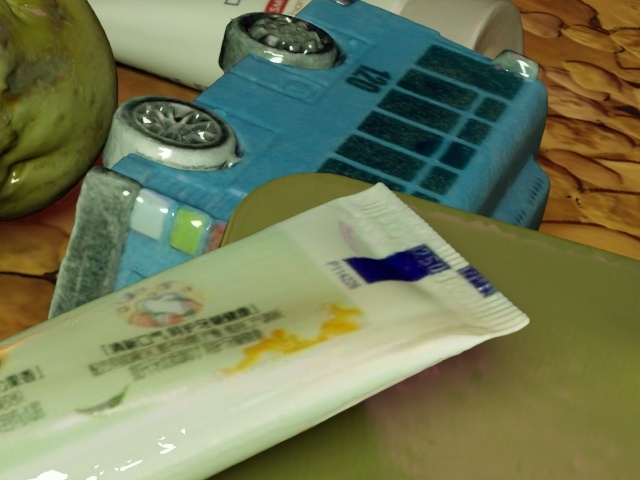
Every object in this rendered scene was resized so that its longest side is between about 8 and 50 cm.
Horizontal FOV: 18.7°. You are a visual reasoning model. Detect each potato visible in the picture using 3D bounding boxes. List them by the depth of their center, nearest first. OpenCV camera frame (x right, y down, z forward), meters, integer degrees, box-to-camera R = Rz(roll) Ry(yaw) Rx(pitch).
[{"bbox_3d":[-0.173,-0.064,0.701,0.200,0.137,0.154,25,19,33],"label":"potato"}]

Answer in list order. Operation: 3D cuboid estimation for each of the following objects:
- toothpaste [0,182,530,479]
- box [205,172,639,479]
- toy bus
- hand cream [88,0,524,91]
[{"bbox_3d":[-0.107,0.063,0.432,0.314,0.056,0.058,-24,77,-14],"label":"toothpaste"},{"bbox_3d":[0.023,0.092,0.496,0.144,0.090,0.201,14,46,-2],"label":"box"},{"bbox_3d":[0.000,0.000,0.705,0.133,0.116,0.234,22,28,11],"label":"toy bus"},{"bbox_3d":[-0.026,-0.102,0.951,0.248,0.083,0.133,15,21,21],"label":"hand cream"}]
